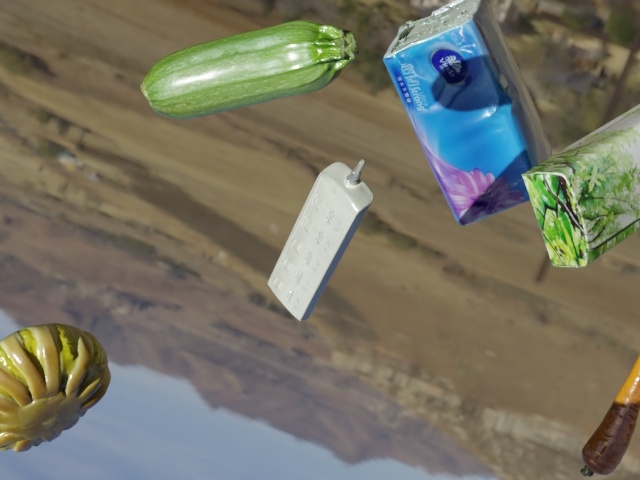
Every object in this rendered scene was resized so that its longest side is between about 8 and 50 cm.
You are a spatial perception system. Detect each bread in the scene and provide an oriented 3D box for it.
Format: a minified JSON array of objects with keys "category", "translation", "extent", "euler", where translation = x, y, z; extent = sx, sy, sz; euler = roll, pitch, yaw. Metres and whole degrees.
[{"category":"bread","translation":[-0.384,0.203,1.789],"extent":[0.213,0.213,0.104],"euler":[28,-155,-49]}]

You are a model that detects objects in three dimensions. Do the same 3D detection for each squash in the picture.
[{"category":"squash","translation":[-0.066,-0.159,1.235],"extent":[0.219,0.068,0.077],"euler":[-9,-176,26]}]

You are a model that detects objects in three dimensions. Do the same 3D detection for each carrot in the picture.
[{"category":"carrot","translation":[0.472,0.258,2.043],"extent":[0.061,0.256,0.061],"euler":[25,-169,-5]}]

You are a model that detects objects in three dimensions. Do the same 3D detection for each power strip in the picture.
[{"category":"power strip","translation":[0.000,0.000,1.424],"extent":[0.060,0.027,0.252],"euler":[48,140,19]}]

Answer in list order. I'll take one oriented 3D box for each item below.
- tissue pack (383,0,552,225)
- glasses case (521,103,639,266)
[{"category":"tissue pack","translation":[0.208,-0.184,1.821],"extent":[0.263,0.146,0.198],"euler":[63,-160,-16]},{"category":"glasses case","translation":[0.308,-0.075,1.221],"extent":[0.062,0.272,0.095],"euler":[1,117,57]}]
